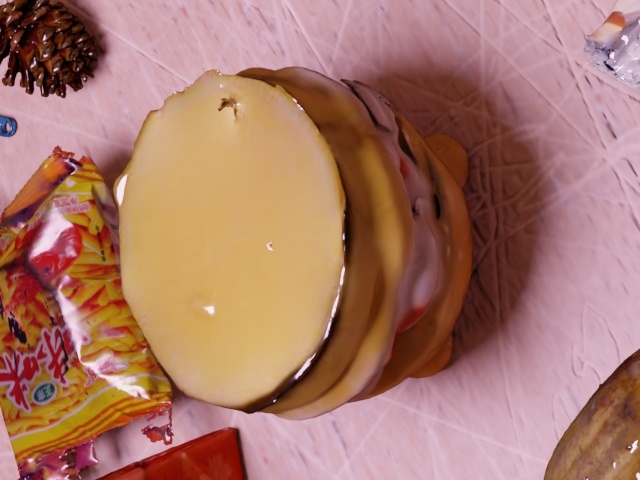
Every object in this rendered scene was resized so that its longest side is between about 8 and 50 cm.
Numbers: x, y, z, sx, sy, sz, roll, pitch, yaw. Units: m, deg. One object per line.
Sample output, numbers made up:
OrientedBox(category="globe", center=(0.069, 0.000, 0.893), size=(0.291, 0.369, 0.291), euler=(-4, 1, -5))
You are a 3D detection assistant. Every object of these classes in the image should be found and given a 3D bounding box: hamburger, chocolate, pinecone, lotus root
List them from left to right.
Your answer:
OrientedBox(category="pinecone", center=(-0.257, -0.182, 1.696), size=(0.109, 0.102, 0.102), euler=(17, 99, 15))
OrientedBox(category="chocolate", center=(-0.202, 0.263, 1.568), size=(0.237, 0.235, 0.108), euler=(-27, 86, 30))
OrientedBox(category="hamburger", center=(0.000, 0.000, 1.432), size=(0.276, 0.237, 0.276), euler=(-1, 88, 44))
OrientedBox(category="lotus root", center=(0.260, 0.144, 1.305), size=(0.260, 0.128, 0.145), euler=(-50, 53, 22))

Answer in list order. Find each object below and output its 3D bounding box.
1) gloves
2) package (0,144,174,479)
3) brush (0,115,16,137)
OrientedBox(category="gloves", center=(0.277, -0.145, 1.337), size=(0.153, 0.070, 0.114), euler=(29, 97, 25))
OrientedBox(category="package", center=(-0.229, 0.070, 1.658), size=(0.223, 0.108, 0.288), euler=(-25, 80, 43))
OrientedBox(category="brush", center=(-0.362, -0.122, 1.816), size=(0.164, 0.014, 0.051), euler=(13, 98, 34))
